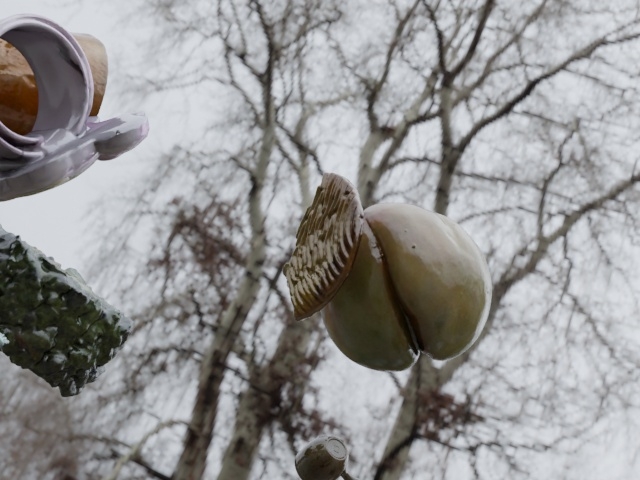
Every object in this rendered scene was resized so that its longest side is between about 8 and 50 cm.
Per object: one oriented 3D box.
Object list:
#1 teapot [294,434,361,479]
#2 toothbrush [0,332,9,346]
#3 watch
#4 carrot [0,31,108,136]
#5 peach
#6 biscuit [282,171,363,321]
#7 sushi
[{"bbox_3d":[0.021,0.325,1.595,0.110,0.085,0.080,27,-52,-20],"label":"teapot"},{"bbox_3d":[-0.366,0.044,0.948,0.219,0.016,0.019,23,4,11],"label":"toothbrush"},{"bbox_3d":[-0.363,-0.185,1.394,0.211,0.248,0.217,1,-62,38],"label":"watch"},{"bbox_3d":[-0.459,-0.244,1.554,0.254,0.196,0.196,14,-19,-42],"label":"carrot"},{"bbox_3d":[0.134,0.075,1.797,0.292,0.247,0.292,4,-75,15],"label":"peach"},{"bbox_3d":[-0.001,0.000,1.672,0.031,0.228,0.176,25,-43,-37],"label":"biscuit"},{"bbox_3d":[-0.467,0.107,1.752,0.294,0.178,0.352,39,-9,-32],"label":"sushi"}]
